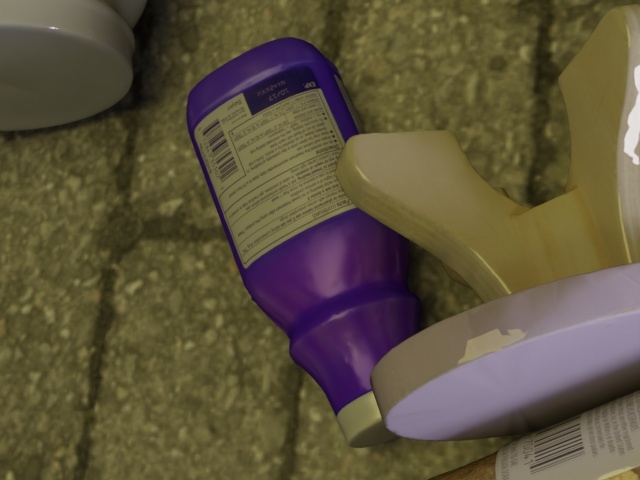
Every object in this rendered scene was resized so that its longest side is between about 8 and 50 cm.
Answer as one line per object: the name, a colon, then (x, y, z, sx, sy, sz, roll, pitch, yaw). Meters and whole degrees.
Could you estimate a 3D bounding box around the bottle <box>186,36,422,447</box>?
bottle: (0.000, 0.000, 0.829, 0.118, 0.092, 0.283, -28, 67, 13)

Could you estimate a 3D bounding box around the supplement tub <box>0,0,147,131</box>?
supplement tub: (-0.253, -0.270, 0.926, 0.235, 0.235, 0.324, -11, 74, 19)

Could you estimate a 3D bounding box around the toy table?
toy table: (0.143, 0.004, 0.698, 0.252, 0.274, 0.161, -47, 51, 46)

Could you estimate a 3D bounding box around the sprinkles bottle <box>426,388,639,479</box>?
sprinkles bottle: (0.205, 0.136, 0.677, 0.355, 0.121, 0.121, -26, 67, 18)
